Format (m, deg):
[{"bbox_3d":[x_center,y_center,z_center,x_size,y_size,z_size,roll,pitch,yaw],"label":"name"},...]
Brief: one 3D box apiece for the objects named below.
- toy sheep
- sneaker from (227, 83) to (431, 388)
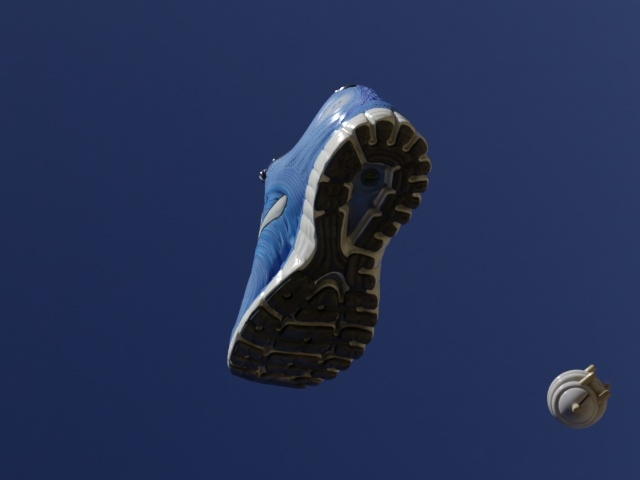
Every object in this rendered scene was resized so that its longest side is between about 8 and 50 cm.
[{"bbox_3d":[0.360,0.221,1.890,0.132,0.091,0.091,-4,-97,-75],"label":"toy sheep"},{"bbox_3d":[0.000,0.000,1.286,0.129,0.330,0.147,15,-152,-21],"label":"sneaker"}]
